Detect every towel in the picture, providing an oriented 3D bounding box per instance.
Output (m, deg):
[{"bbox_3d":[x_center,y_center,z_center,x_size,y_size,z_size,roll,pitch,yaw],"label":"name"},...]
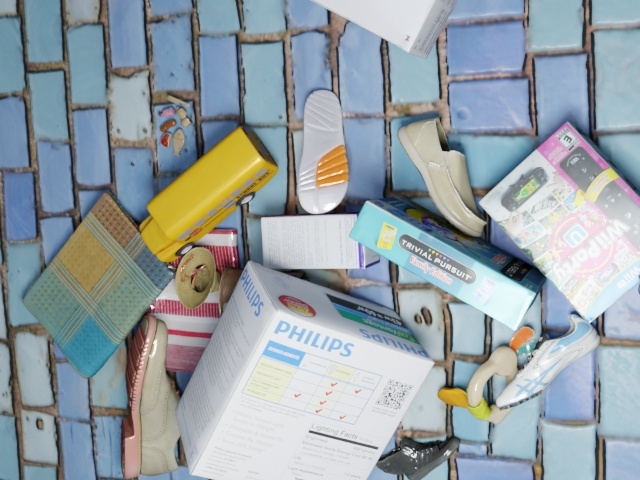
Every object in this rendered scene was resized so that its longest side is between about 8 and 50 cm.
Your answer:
[{"bbox_3d":[-0.291,0.136,1.941,0.237,0.037,0.329,2,96,19],"label":"towel"},{"bbox_3d":[-0.513,0.108,1.997,0.271,0.040,0.370,48,111,15],"label":"towel"}]

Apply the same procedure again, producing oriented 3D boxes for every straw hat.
[{"bbox_3d":[-0.248,0.085,1.872,0.144,0.061,0.145,-18,63,41],"label":"straw hat"}]

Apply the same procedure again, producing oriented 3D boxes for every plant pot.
[{"bbox_3d":[-0.109,0.132,1.816,0.165,0.167,0.167,-4,94,12],"label":"plant pot"}]

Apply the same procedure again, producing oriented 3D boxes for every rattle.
[{"bbox_3d":[0.338,0.254,1.727,0.130,0.143,0.200,21,87,-15],"label":"rattle"}]

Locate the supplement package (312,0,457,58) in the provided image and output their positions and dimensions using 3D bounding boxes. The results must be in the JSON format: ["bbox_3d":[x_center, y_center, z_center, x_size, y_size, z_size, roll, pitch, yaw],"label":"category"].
[{"bbox_3d":[0.118,-0.491,1.605,0.261,0.145,0.204,32,106,13],"label":"supplement package"}]

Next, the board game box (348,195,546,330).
[{"bbox_3d":[0.247,0.029,1.617,0.336,0.254,0.079,29,104,15],"label":"board game box"}]

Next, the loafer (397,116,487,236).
[{"bbox_3d":[0.247,-0.129,1.674,0.092,0.102,0.269,-37,76,20],"label":"loafer"}]

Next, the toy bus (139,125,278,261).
[{"bbox_3d":[-0.248,-0.092,1.837,0.332,0.130,0.108,-38,76,12],"label":"toy bus"}]

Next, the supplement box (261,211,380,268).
[{"bbox_3d":[0.000,0.000,1.780,0.220,0.111,0.114,-3,94,20],"label":"supplement box"}]

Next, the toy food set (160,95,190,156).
[{"bbox_3d":[-0.324,-0.256,1.922,0.078,0.019,0.122,25,111,16],"label":"toy food set"}]

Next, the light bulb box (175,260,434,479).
[{"bbox_3d":[-0.039,0.282,1.675,0.357,0.225,0.361,21,106,-26],"label":"light bulb box"}]

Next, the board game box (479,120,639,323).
[{"bbox_3d":[0.483,-0.037,1.609,0.224,0.097,0.303,-44,81,19],"label":"board game box"}]

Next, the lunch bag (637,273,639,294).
[{"bbox_3d":[0.680,0.033,1.474,0.303,0.243,0.115,-46,64,17],"label":"lunch bag"}]

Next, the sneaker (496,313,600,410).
[{"bbox_3d":[0.421,0.233,1.649,0.237,0.085,0.086,-41,79,0],"label":"sneaker"}]

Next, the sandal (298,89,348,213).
[{"bbox_3d":[0.011,-0.177,1.784,0.101,0.076,0.265,1,75,6],"label":"sandal"}]

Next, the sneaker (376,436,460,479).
[{"bbox_3d":[0.200,0.437,1.784,0.089,0.051,0.170,47,112,5],"label":"sneaker"}]

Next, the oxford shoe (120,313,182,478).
[{"bbox_3d":[-0.362,0.347,1.938,0.146,0.140,0.397,3,113,-18],"label":"oxford shoe"}]
